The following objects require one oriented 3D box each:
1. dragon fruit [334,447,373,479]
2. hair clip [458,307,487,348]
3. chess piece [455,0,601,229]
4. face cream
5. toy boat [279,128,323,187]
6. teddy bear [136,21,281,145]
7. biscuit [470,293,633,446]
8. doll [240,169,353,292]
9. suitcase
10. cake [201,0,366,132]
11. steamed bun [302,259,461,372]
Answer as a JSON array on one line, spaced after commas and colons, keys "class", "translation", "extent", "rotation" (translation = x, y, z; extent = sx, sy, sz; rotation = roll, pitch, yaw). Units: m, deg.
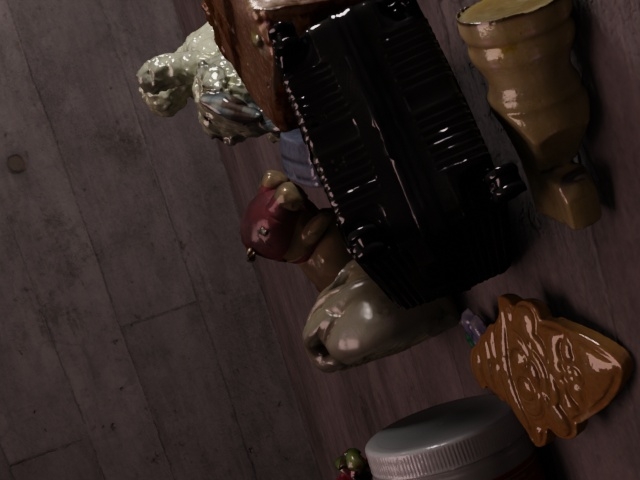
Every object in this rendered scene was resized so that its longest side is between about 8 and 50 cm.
[{"class": "dragon fruit", "translation": [0.107, 0.503, 1.868], "extent": [0.218, 0.198, 0.272], "rotation": [19, 116, 20]}, {"class": "hair clip", "translation": [0.210, 0.131, 1.120], "extent": [0.195, 0.052, 0.124], "rotation": [137, 109, -86]}, {"class": "chess piece", "translation": [0.182, -0.103, 0.781], "extent": [0.200, 0.090, 0.090], "rotation": [68, 171, -25]}, {"class": "face cream", "translation": [0.175, 0.308, 1.152], "extent": [0.201, 0.201, 0.187], "rotation": [169, 83, -79]}, {"class": "toy boat", "translation": [0.002, -0.138, 1.460], "extent": [0.283, 0.127, 0.078], "rotation": [-136, 30, -72]}, {"class": "teddy bear", "translation": [-0.189, -0.236, 1.784], "extent": [0.375, 0.327, 0.362], "rotation": [-45, 37, 40]}, {"class": "biscuit", "translation": [0.220, 0.129, 0.947], "extent": [0.250, 0.035, 0.162], "rotation": [-25, 87, 64]}, {"class": "doll", "translation": [0.002, -0.002, 1.514], "extent": [0.256, 0.152, 0.196], "rotation": [36, -145, -18]}, {"class": "suitcase", "translation": [0.087, -0.072, 0.919], "extent": [0.335, 0.152, 0.229], "rotation": [46, -157, -72]}, {"class": "cake", "translation": [-0.014, -0.256, 1.173], "extent": [0.196, 0.199, 0.293], "rotation": [87, 160, -48]}, {"class": "steamed bun", "translation": [0.076, 0.087, 1.298], "extent": [0.211, 0.218, 0.144], "rotation": [-31, 75, 52]}]
